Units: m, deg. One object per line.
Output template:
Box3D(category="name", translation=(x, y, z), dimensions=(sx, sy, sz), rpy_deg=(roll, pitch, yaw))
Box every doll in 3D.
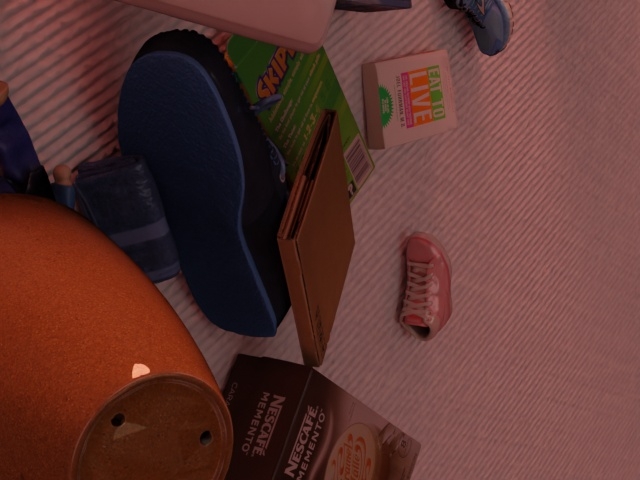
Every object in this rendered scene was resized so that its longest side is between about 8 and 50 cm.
Box3D(category="doll", translation=(-0.244, -0.027, 1.015), dimensions=(0.129, 0.046, 0.189), rpy_deg=(-47, 135, -32))

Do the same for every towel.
Box3D(category="towel", translation=(-0.165, -0.014, 1.109), dimensions=(0.029, 0.067, 0.119), rpy_deg=(-95, 171, -61))

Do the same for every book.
Box3D(category="book", translation=(0.100, -0.163, 1.474), dimensions=(0.144, 0.035, 0.096), rpy_deg=(-21, 109, -49))

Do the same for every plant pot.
Box3D(category="plant pot", translation=(-0.176, 0.109, 0.908), dimensions=(0.237, 0.254, 0.237), rpy_deg=(-13, 111, -35))

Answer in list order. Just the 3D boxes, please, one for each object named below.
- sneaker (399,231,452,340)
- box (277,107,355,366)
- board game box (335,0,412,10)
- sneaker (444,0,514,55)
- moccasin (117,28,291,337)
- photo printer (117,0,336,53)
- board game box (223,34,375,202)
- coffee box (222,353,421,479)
Box3D(category="sneaker", translation=(0.121, 0.060, 1.524), dimensions=(0.070, 0.051, 0.134), rpy_deg=(-50, 138, -43))
Box3D(category="box", translation=(0.000, 0.000, 1.250), dimensions=(0.201, 0.021, 0.164), rpy_deg=(80, 21, -50))
Box3D(category="board game box", translation=(0.014, -0.302, 1.266), dimensions=(0.194, 0.060, 0.194), rpy_deg=(-39, 123, -56))
Box3D(category="sneaker", translation=(0.175, -0.288, 1.540), dimensions=(0.073, 0.063, 0.162), rpy_deg=(-38, 124, -22))
Box3D(category="moccasin", translation=(-0.094, -0.059, 1.166), dimensions=(0.342, 0.138, 0.117), rpy_deg=(81, 28, -46))
Box3D(category="photo printer", translation=(-0.113, -0.300, 0.961), dimensions=(0.308, 0.107, 0.256), rpy_deg=(14, 104, -16))
Box3D(category="board game box", translation=(-0.024, -0.130, 1.304), dimensions=(0.124, 0.039, 0.259), rpy_deg=(-56, 139, -33))
Box3D(category="coffee box", translation=(-0.008, 0.229, 1.340), dimensions=(0.246, 0.098, 0.141), rpy_deg=(40, 64, -50))
